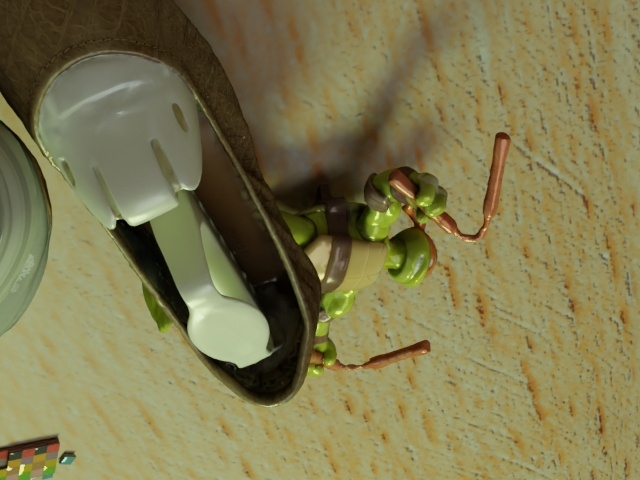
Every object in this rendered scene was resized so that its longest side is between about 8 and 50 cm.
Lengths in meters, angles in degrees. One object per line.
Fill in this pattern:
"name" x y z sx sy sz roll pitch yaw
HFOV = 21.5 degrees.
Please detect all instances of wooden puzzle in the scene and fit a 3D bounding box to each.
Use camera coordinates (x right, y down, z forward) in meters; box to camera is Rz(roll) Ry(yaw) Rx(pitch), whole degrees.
"wooden puzzle" -0.224 0.170 1.268 0.083 0.006 0.049 -9 141 -25

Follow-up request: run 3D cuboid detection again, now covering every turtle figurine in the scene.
"turtle figurine" 0.000 0.000 1.136 0.217 0.087 0.269 2 144 -25

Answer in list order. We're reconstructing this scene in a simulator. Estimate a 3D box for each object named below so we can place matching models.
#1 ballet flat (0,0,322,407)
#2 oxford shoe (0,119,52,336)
"ballet flat" -0.086 -0.023 0.949 0.116 0.124 0.342 -23 131 6
"oxford shoe" -0.317 0.078 0.982 0.449 0.169 0.130 -39 179 17
